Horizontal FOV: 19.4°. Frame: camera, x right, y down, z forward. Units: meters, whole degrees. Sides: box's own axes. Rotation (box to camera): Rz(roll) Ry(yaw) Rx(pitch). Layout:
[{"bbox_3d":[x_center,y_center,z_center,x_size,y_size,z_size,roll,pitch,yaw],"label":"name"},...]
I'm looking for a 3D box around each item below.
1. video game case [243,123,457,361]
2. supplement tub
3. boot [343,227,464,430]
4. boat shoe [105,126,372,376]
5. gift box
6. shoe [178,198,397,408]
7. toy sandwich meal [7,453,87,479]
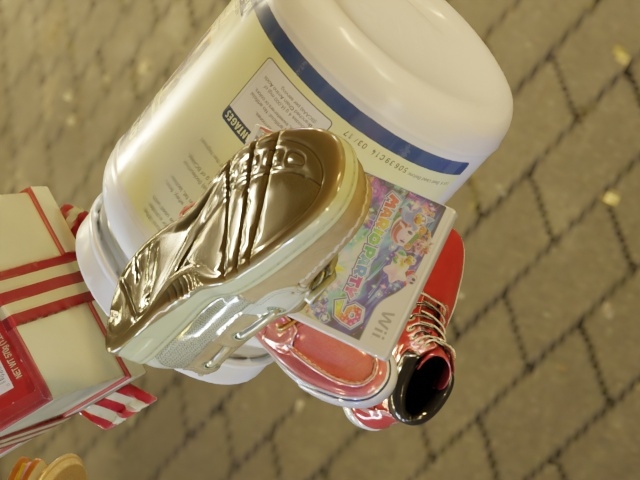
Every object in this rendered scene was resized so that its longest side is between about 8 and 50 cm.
[{"bbox_3d":[0.000,0.000,0.988,0.122,0.011,0.087,24,85,17],"label":"video game case"},{"bbox_3d":[-0.028,-0.061,1.514,0.325,0.235,0.235,-48,38,26],"label":"supplement tub"},{"bbox_3d":[0.118,0.087,1.991,0.244,0.088,0.176,-68,15,-15],"label":"boot"},{"bbox_3d":[-0.022,0.009,0.645,0.153,0.048,0.056,-38,36,47],"label":"boat shoe"},{"bbox_3d":[-0.325,0.097,1.852,0.276,0.258,0.255,-25,86,15],"label":"gift box"},{"bbox_3d":[-0.026,0.042,1.249,0.178,0.081,0.063,40,81,23],"label":"shoe"},{"bbox_3d":[-0.210,0.196,1.421,0.029,0.085,0.086,20,89,24],"label":"toy sandwich meal"}]
